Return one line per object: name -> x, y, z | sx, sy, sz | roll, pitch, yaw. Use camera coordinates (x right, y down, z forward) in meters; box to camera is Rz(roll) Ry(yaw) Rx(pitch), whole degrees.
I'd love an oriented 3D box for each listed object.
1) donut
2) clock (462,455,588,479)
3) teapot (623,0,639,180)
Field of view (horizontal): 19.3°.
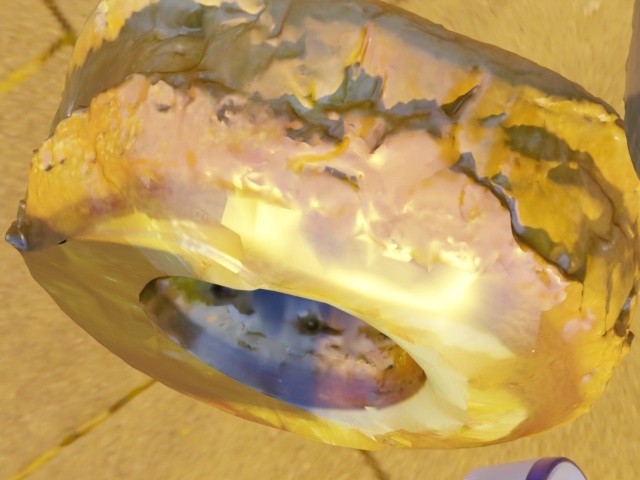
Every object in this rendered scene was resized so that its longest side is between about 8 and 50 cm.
donut -> 0.000, 0.000, 0.940 | 0.330, 0.330, 0.160 | 20, 56, 7
clock -> 0.167, 0.285, 1.460 | 0.083, 0.230, 0.230 | -8, 91, 25
teapot -> 0.324, -0.086, 0.780 | 0.361, 0.376, 0.306 | 14, 77, -6
